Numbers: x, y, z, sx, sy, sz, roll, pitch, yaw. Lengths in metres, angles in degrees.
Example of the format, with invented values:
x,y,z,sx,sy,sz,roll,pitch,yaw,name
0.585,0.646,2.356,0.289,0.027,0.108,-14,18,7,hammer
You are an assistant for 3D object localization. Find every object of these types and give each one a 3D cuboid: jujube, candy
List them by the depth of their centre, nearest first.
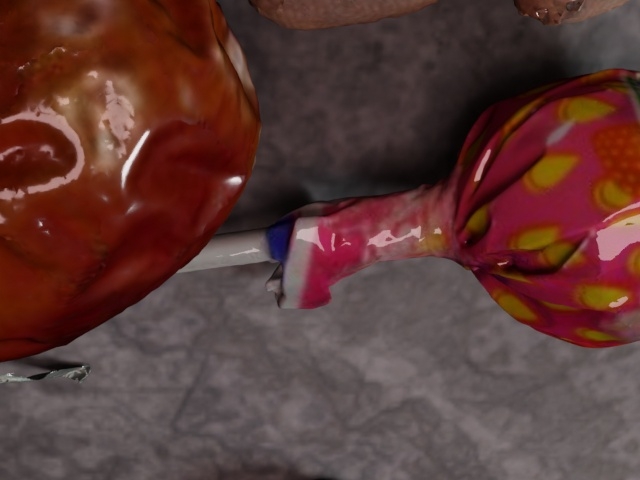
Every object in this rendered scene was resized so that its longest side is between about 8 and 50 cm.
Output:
x,y,z,sx,sy,sz,roll,pitch,yaw,name
-0.148,-0.032,0.436,0.251,0.174,0.174,-18,119,-1,jujube
0.000,0.000,0.529,0.366,0.124,0.124,-9,119,5,candy

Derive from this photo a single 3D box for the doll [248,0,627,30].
x,y,z,sx,sy,sz,roll,pitch,yaw,name
0.102,-0.156,0.425,0.303,0.156,0.201,-23,125,8,doll

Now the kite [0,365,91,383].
x,y,z,sx,sy,sz,roll,pitch,yaw,name
-0.172,0.064,0.535,0.157,0.011,0.139,2,160,-45,kite
